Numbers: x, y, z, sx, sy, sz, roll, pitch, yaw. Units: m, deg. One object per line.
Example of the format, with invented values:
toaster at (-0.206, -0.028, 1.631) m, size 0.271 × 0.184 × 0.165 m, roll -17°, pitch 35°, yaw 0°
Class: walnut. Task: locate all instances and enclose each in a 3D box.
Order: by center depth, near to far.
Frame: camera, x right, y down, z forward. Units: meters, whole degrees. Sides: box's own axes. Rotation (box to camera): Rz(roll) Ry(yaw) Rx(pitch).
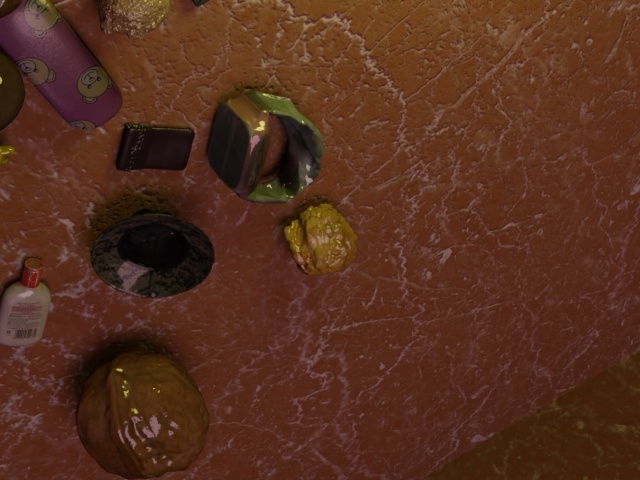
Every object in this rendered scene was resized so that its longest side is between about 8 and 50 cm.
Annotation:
walnut at (-0.436, 0.422, 2.327) m, size 0.306 × 0.306 × 0.344 m, roll -28°, pitch 129°, yaw -6°

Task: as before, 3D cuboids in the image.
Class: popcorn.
popcorn at (0.000, 0.000, 2.310) m, size 0.180 × 0.170 × 0.180 m, roll -19°, pitch 112°, yaw -55°

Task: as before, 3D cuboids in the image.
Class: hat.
hat at (-0.370, 0.003, 2.114) m, size 0.266 × 0.128 × 0.265 m, roll -6°, pitch 129°, yaw -7°

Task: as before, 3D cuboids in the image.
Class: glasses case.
glasses case at (-0.488, -0.331, 1.793) m, size 0.123 × 0.076 × 0.316 m, roll -32°, pitch 136°, yaw 1°

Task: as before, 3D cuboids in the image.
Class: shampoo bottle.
shampoo bottle at (-0.651, 0.138, 2.121) m, size 0.108 × 0.051 × 0.221 m, roll 2°, pitch 125°, yaw -30°

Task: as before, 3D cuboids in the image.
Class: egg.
egg at (-0.344, -0.433, 1.760) m, size 0.140 × 0.118 × 0.116 m, roll -23°, pitch 153°, yaw 1°

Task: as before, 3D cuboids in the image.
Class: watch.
watch at (-0.101, -0.194, 2.088) m, size 0.241 × 0.162 × 0.253 m, roll -7°, pitch 131°, yaw -34°

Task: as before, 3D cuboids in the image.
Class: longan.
longan at (-0.625, -0.266, 1.711) m, size 0.187 × 0.167 × 0.167 m, roll -2°, pitch 128°, yaw -24°

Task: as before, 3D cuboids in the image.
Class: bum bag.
bum bag at (-0.347, -0.192, 2.030) m, size 0.159 × 0.026 × 0.109 m, roll 0°, pitch 126°, yaw -30°

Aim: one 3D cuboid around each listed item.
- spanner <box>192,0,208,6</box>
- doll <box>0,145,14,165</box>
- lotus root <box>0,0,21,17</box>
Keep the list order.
spanner at (-0.225, -0.583, 1.765) m, size 0.093 × 0.026 × 0.325 m, roll -12°, pitch 131°, yaw -22°
doll at (-0.699, -0.168, 1.798) m, size 0.241 × 0.099 × 0.135 m, roll 4°, pitch 125°, yaw -36°
lotus root at (-0.566, -0.430, 1.629) m, size 0.112 × 0.081 × 0.122 m, roll 30°, pitch 104°, yaw -13°
